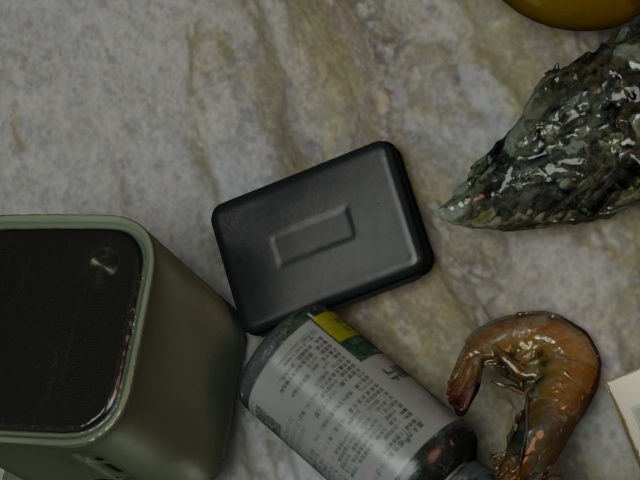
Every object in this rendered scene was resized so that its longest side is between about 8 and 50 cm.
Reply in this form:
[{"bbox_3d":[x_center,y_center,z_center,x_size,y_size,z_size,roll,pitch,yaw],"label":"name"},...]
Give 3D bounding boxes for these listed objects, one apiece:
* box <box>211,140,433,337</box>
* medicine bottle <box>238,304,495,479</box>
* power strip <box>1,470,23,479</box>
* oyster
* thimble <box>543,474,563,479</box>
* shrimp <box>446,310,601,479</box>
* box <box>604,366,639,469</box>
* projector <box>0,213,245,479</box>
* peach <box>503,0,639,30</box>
[{"bbox_3d":[0.000,0.000,1.894,0.230,0.050,0.160,-21,77,19],"label":"box"},{"bbox_3d":[0.060,0.204,1.800,0.293,0.141,0.141,40,100,21],"label":"medicine bottle"},{"bbox_3d":[-0.272,0.303,1.970,0.198,0.064,0.213,6,73,23],"label":"power strip"},{"bbox_3d":[0.276,-0.104,1.747,0.351,0.158,0.162,-30,39,4],"label":"oyster"},{"bbox_3d":[0.269,0.349,1.676,0.148,0.196,0.229,-49,39,8],"label":"thimble"},{"bbox_3d":[0.192,0.173,1.744,0.143,0.052,0.251,19,54,15],"label":"shrimp"},{"bbox_3d":[0.399,0.205,1.686,0.168,0.095,0.212,-24,76,16],"label":"box"},{"bbox_3d":[-0.249,0.131,1.851,0.248,0.249,0.248,0,68,22],"label":"projector"},{"bbox_3d":[0.269,-0.333,1.765,0.251,0.153,0.251,-5,80,29],"label":"peach"}]
